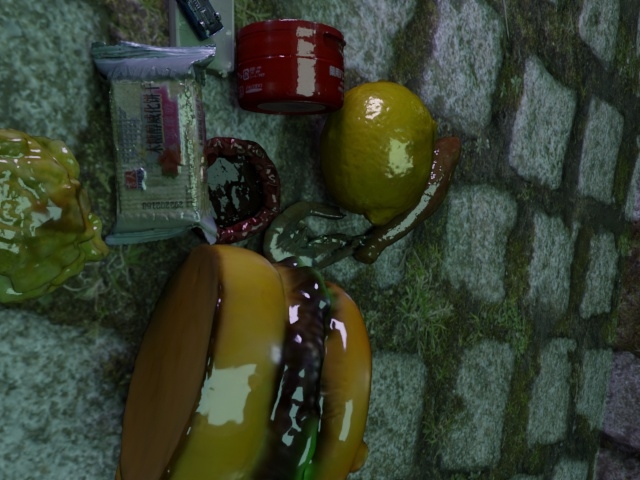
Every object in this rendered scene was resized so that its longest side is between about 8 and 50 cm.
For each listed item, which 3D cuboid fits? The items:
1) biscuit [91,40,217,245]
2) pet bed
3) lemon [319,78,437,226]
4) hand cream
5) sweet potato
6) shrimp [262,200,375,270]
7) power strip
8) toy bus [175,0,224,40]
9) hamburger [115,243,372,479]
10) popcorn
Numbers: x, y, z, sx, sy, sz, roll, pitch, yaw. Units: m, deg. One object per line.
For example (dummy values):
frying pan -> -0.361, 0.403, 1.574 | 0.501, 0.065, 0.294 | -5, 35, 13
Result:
biscuit -> -0.252, -0.148, 0.710 | 0.185, 0.079, 0.310 | -1, 97, -2
pet bed -> -0.157, -0.090, 0.822 | 0.201, 0.053, 0.202 | -1, 92, -40
lemon -> 0.111, -0.171, 0.899 | 0.233, 0.233, 0.289 | -2, 91, -35
hand cream -> -0.051, -0.290, 0.795 | 0.193, 0.193, 0.126 | -6, 101, -35
sweet potato -> 0.217, -0.090, 1.061 | 0.109, 0.109, 0.385 | 44, 75, -30
shrimp -> -0.007, -0.015, 0.934 | 0.254, 0.059, 0.145 | -24, 98, -26
power strip -> -0.199, -0.447, 0.766 | 0.106, 0.043, 0.368 | -2, 95, -35
toy bus -> -0.194, -0.363, 0.723 | 0.038, 0.046, 0.083 | -45, 119, -23
hamburger -> -0.104, 0.204, 0.687 | 0.277, 0.395, 0.396 | 24, 80, -28
popcorn -> -0.389, -0.038, 0.584 | 0.216, 0.181, 0.235 | -11, 105, -36
